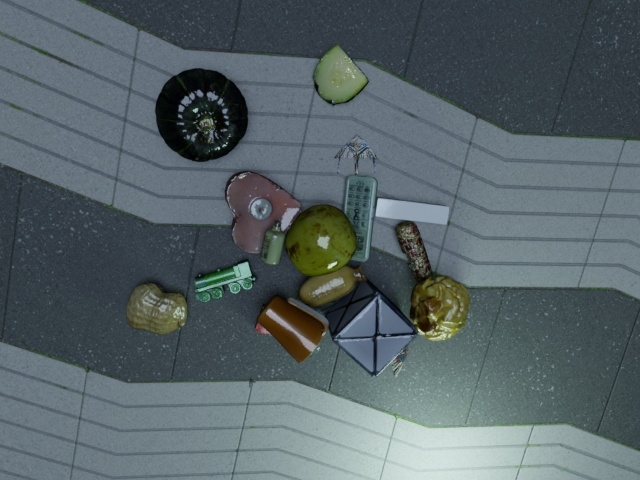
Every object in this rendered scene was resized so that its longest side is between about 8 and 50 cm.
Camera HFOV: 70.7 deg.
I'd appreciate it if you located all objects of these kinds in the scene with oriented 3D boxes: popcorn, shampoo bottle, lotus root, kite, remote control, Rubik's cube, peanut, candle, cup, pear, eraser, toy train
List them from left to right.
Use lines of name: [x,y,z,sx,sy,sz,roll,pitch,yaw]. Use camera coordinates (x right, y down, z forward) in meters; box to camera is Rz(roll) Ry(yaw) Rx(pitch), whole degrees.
peanut: [-0.637,0.273,1.765,0.232,0.110,0.197,20,97,-8]
toy train: [-0.381,0.162,1.791,0.250,0.085,0.119,-16,96,-5]
candle: [-0.221,-0.124,1.735,0.286,0.131,0.317,-15,111,-10]
shampoo bottle: [-0.174,0.004,1.679,0.079,0.079,0.162,12,102,-8]
cup: [-0.098,0.325,1.747,0.263,0.182,0.226,39,123,-4]
pear: [0.000,0.000,1.697,0.283,0.283,0.284,-1,100,-6]
lotus root: [0.033,0.175,1.804,0.303,0.146,0.131,-25,71,0]
kite: [0.145,-0.340,1.791,0.182,0.010,0.161,-1,101,-6]
remote control: [0.152,-0.088,1.802,0.127,0.065,0.336,9,100,21]
Rubik's cube: [0.193,0.336,1.794,0.259,0.260,0.255,43,93,-9]
kite: [0.315,0.508,1.964,0.159,0.010,0.190,-22,100,0]
eraser: [0.361,-0.121,1.821,0.297,0.078,0.076,6,99,-8]
popcorn: [0.490,0.273,1.802,0.332,0.225,0.265,6,109,-51]

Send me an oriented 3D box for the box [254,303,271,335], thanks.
box: [-0.172,0.340,1.859,0.175,0.048,0.113,20,95,-9]

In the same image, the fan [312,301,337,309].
fan: [0.002,0.273,1.813,0.113,0.175,0.005,-32,73,20]

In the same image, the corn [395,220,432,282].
corn: [0.388,0.057,1.849,0.098,0.098,0.290,-22,105,-2]

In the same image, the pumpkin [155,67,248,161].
pumpkin: [-0.415,-0.439,1.593,0.322,0.241,0.324,-7,113,-16]

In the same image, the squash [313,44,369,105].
squash: [0.070,-0.616,1.711,0.184,0.085,0.192,-37,101,31]
